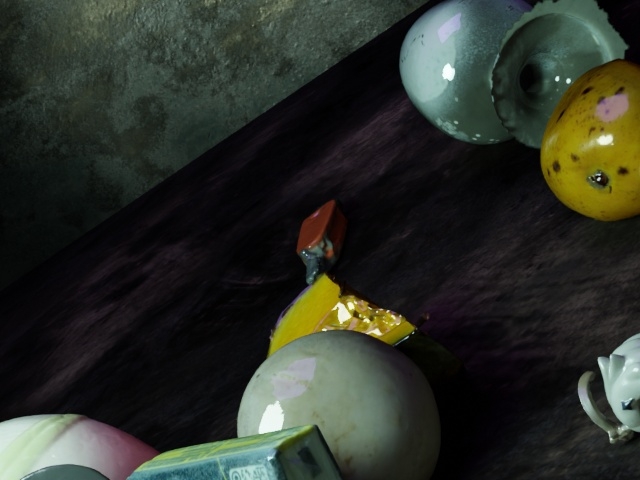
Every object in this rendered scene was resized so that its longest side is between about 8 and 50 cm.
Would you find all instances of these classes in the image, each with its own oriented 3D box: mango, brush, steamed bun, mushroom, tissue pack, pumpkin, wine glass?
[{"bbox_3d":[0.343,-0.122,2.078,0.191,0.160,0.290,-58,10,14],"label":"mango"},{"bbox_3d":[0.000,-0.001,2.702,0.070,0.051,0.323,-31,16,13],"label":"brush"},{"bbox_3d":[-0.266,0.318,1.923,0.309,0.309,0.309,-34,15,11],"label":"steamed bun"},{"bbox_3d":[0.030,0.195,1.811,0.206,0.206,0.209,-32,-25,19],"label":"mushroom"},{"bbox_3d":[-0.065,0.285,1.718,0.081,0.185,0.257,-28,7,-39],"label":"tissue pack"},{"bbox_3d":[0.048,0.157,1.990,0.169,0.148,0.312,-54,19,-4],"label":"pumpkin"},{"bbox_3d":[0.256,-0.248,2.540,0.238,0.238,0.323,-40,26,-12],"label":"wine glass"}]

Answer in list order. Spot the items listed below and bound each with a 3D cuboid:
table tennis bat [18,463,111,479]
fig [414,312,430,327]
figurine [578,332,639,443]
[{"bbox_3d":[-0.227,0.352,1.761,0.154,0.274,0.021,-29,-11,-5],"label":"table tennis bat"},{"bbox_3d":[0.051,0.141,2.125,0.166,0.093,0.093,-10,26,24],"label":"fig"},{"bbox_3d":[0.302,0.114,1.590,0.154,0.132,0.132,-44,8,36],"label":"figurine"}]
